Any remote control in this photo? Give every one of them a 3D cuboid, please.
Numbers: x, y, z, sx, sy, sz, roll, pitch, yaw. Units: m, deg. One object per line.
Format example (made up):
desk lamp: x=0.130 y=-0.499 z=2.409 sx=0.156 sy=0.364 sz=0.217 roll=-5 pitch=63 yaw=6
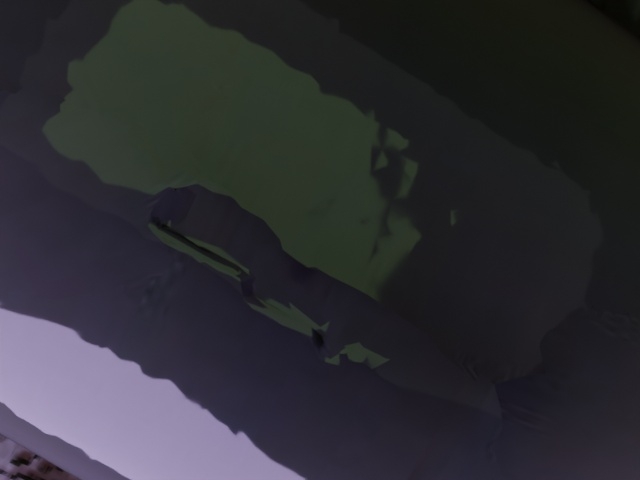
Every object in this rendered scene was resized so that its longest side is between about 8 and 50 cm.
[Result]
remote control: x=0.000 y=0.000 z=0.554 sx=0.332 sy=0.103 sz=0.221 roll=32 pitch=102 yaw=-17
